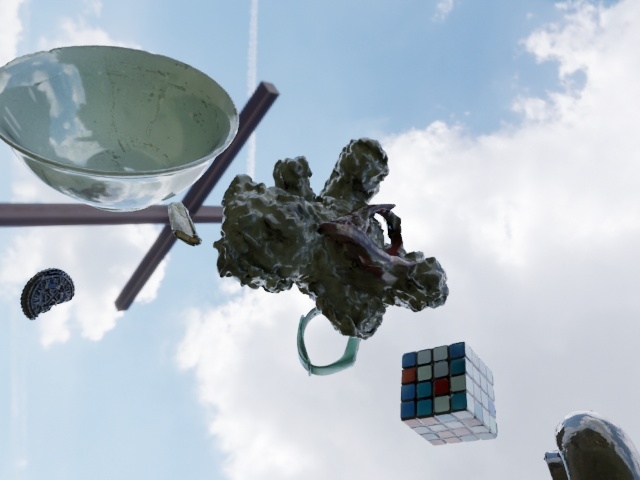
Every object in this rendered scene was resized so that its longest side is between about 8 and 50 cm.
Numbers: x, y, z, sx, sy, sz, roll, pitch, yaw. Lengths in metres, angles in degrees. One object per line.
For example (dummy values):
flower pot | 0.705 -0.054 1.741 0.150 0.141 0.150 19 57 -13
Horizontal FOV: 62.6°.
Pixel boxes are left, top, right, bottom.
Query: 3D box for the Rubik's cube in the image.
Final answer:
Rubik's cube | 0.271 0.326 1.116 0.151 0.155 0.154 -22 -138 31

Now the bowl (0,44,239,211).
bowl | -0.385 -0.185 1.005 0.435 0.434 0.196 46 -42 27

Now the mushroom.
mushroom | 0.430 0.360 0.814 0.141 0.117 0.188 -22 -118 15

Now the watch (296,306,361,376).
watch | 0.022 0.294 1.554 0.194 0.237 0.068 10 -41 9

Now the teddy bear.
teddy bear | 0.000 0.000 0.889 0.224 0.367 0.358 -37 -113 39

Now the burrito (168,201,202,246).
burrito | -0.305 -0.036 1.159 0.149 0.055 0.041 -125 -147 -44

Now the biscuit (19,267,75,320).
biscuit | -0.437 0.087 0.843 0.027 0.087 0.089 10 -99 28
